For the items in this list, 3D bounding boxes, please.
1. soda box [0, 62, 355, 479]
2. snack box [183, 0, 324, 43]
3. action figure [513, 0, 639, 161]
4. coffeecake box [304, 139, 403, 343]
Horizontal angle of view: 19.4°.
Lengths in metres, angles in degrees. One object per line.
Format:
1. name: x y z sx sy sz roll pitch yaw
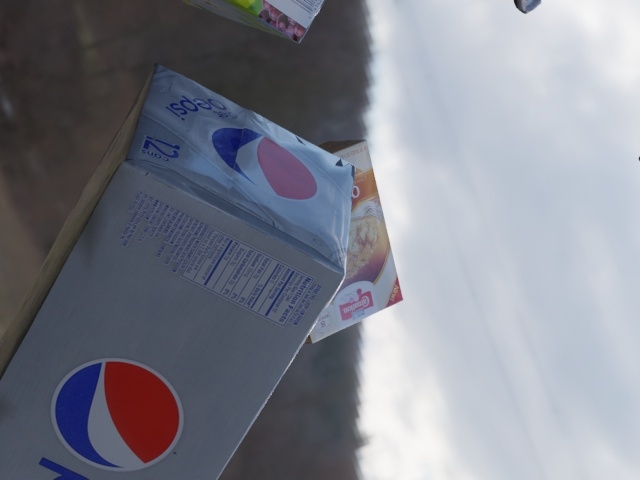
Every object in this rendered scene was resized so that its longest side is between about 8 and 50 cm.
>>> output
1. soda box: -0.094 0.080 0.732 0.286 0.091 0.098 -58 -168 24
2. snack box: -0.108 -0.203 1.078 0.207 0.070 0.174 30 -1 -31
3. action figure: 0.288 -0.236 1.605 0.330 0.341 0.178 19 -6 46
4. coffeecake box: 0.000 0.000 2.017 0.068 0.142 0.185 1 -71 48
